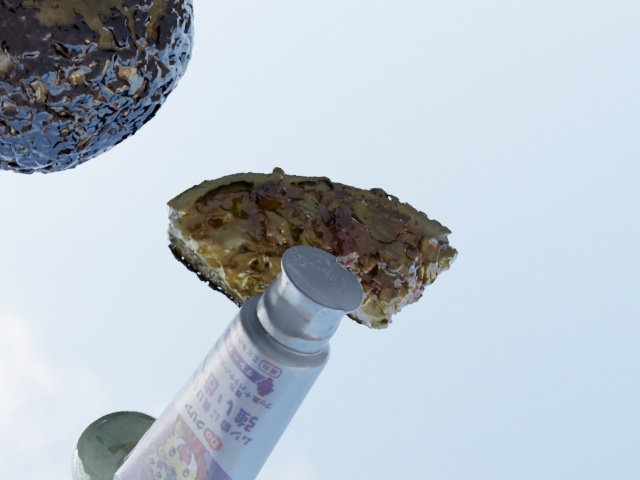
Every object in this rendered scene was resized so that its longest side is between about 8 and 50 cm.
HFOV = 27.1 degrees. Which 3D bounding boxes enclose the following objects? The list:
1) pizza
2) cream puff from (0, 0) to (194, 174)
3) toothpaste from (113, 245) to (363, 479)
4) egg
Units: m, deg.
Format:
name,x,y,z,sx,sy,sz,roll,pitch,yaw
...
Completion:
name,x,y,z,sx,sy,sz,roll,pitch,yaw
pizza,0.000,0.000,1.245,0.305,0.085,0.161,9,-132,-27
cream puff,-0.211,-0.167,0.962,0.239,0.165,0.239,-5,-117,11
toothpaste,-0.069,0.133,0.998,0.114,0.299,0.073,47,-148,23
egg,-0.210,0.242,1.453,0.114,0.114,0.152,29,-173,19
